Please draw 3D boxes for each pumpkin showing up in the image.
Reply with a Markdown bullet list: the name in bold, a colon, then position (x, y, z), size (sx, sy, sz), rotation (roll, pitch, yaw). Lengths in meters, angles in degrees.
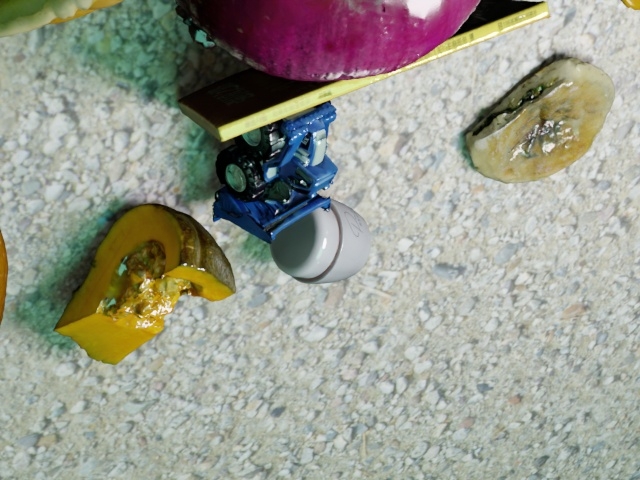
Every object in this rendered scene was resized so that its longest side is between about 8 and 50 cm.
- **pumpkin**: position (-0.223, 0.046, 1.561), size (0.248, 0.126, 0.131), rotation (-28, 149, 25)

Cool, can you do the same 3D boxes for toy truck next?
- **toy truck**: position (-0.046, -0.085, 1.498), size (0.113, 0.126, 0.208), rotation (-32, 159, -36)

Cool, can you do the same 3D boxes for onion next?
- **onion**: position (-0.002, -0.299, 1.245), size (0.348, 0.347, 0.385), rotation (-23, 168, -9)

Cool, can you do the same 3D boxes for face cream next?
- **face cream**: position (0.000, 0.000, 1.635), size (0.104, 0.117, 0.117), rotation (8, 125, -44)

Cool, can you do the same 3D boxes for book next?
- **book**: position (0.036, -0.199, 1.380), size (0.374, 0.262, 0.028), rotation (-22, 108, -10)

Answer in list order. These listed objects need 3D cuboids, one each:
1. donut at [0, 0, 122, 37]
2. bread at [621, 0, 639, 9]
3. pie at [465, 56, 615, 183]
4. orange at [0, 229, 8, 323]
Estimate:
- **donut**: position (-0.238, -0.368, 0.947), size (0.449, 0.449, 0.198), rotation (-44, 159, 13)
- **bread**: position (0.298, -0.422, 1.313), size (0.279, 0.207, 0.279), rotation (11, 123, -15)
- **pie**: position (0.309, -0.155, 1.714), size (0.218, 0.052, 0.185), rotation (-40, 142, 13)
- **orange**: position (-0.482, 0.025, 1.249), size (0.322, 0.322, 0.357), rotation (-22, 131, -10)
